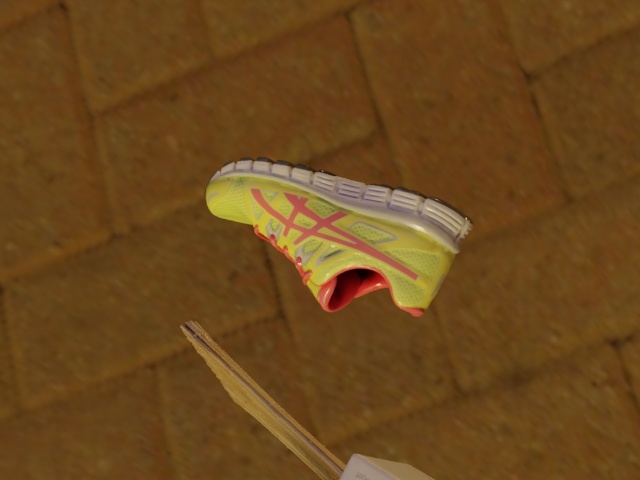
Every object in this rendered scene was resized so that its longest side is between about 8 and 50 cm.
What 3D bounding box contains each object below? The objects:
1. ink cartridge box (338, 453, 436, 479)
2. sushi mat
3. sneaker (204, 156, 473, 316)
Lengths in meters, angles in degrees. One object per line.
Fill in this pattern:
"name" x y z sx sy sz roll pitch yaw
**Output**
"ink cartridge box" 0.062 0.341 1.574 0.197 0.114 0.273 28 93 29
"sushi mat" -0.018 0.199 1.878 0.019 0.151 0.316 -42 49 -11
"sneaker" 0.000 0.000 1.364 0.208 0.081 0.094 13 85 32
